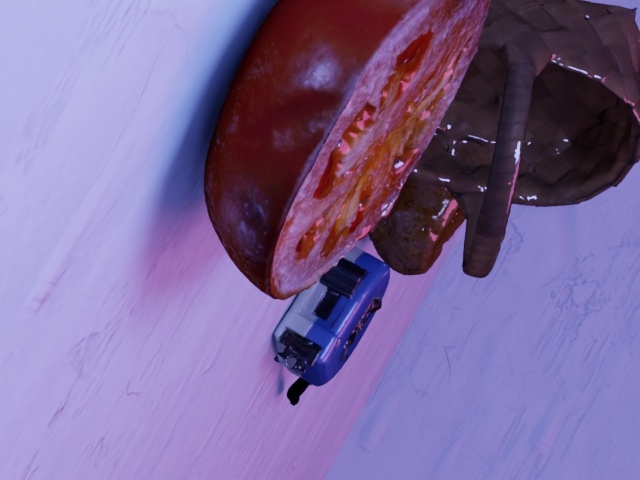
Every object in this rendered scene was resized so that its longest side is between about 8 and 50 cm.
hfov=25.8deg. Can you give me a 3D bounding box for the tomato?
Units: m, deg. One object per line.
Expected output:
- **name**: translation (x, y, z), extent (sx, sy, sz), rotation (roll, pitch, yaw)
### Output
- **tomato**: translation (0.001, -0.118, 1.204), extent (0.338, 0.144, 0.338), rotation (-53, 165, -21)

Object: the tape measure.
- **tape measure**: translation (0.017, 0.134, 2.057), extent (0.215, 0.098, 0.351), rotation (-58, 171, -14)

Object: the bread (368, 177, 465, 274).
- **bread**: translation (0.160, -0.054, 2.171), extent (0.230, 0.123, 0.230), rotation (-55, 172, -12)

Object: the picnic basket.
- **picnic basket**: translation (0.203, -0.110, 1.601), extent (0.337, 0.337, 0.293), rotation (-55, 165, -32)
